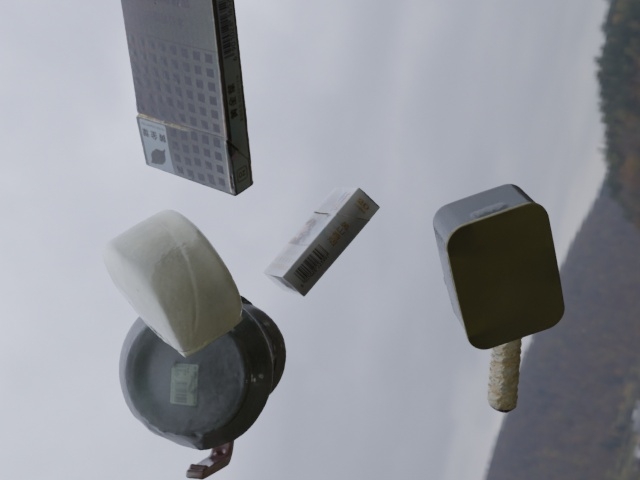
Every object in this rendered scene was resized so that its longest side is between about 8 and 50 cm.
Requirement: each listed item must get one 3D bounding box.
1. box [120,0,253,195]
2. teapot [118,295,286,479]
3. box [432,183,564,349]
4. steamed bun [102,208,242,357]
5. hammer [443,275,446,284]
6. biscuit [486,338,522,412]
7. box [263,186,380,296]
[{"bbox_3d":[-0.182,-0.230,1.410,0.047,0.180,0.325,-35,-47,-41],"label":"box"},{"bbox_3d":[-0.217,0.285,2.127,0.362,0.305,0.376,0,-87,-78],"label":"teapot"},{"bbox_3d":[0.238,0.033,1.427,0.090,0.144,0.201,-116,7,-61],"label":"box"},{"bbox_3d":[-0.238,0.052,1.662,0.146,0.241,0.164,-32,-49,-20],"label":"steamed bun"},{"bbox_3d":[0.366,0.051,2.403,0.201,0.078,0.021,-31,-14,-19],"label":"hammer"},{"bbox_3d":[0.320,0.200,1.833,0.055,0.061,0.219,-39,-44,-57],"label":"biscuit"},{"bbox_3d":[0.001,-0.001,2.061,0.233,0.067,0.149,-50,17,-10],"label":"box"}]
